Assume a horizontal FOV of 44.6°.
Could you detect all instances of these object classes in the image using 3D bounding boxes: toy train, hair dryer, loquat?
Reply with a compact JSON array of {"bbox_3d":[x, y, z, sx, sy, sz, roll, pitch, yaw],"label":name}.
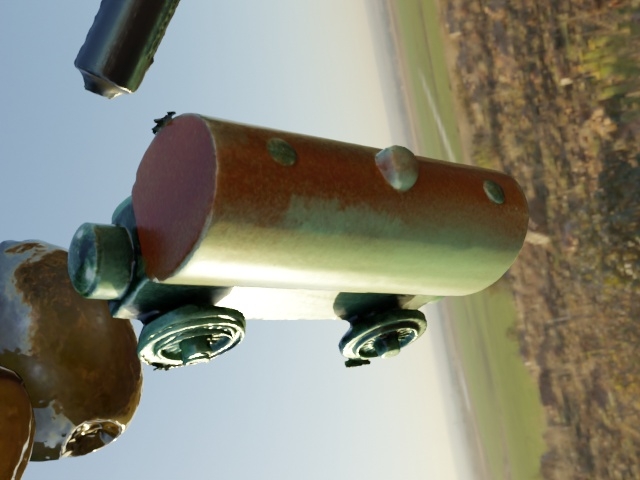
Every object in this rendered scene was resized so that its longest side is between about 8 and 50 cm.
[{"bbox_3d":[0.000,0.000,0.485,0.285,0.177,0.116,6,-125,-37],"label":"toy train"},{"bbox_3d":[-0.154,-0.271,0.603,0.303,0.244,0.116,-65,14,0],"label":"hair dryer"},{"bbox_3d":[-0.270,0.103,0.764,0.227,0.179,0.179,53,176,22],"label":"loquat"}]

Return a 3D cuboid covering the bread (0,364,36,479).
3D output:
[{"bbox_3d":[-0.410,0.141,0.543,0.337,0.327,0.148,24,-113,-48],"label":"bread"}]
